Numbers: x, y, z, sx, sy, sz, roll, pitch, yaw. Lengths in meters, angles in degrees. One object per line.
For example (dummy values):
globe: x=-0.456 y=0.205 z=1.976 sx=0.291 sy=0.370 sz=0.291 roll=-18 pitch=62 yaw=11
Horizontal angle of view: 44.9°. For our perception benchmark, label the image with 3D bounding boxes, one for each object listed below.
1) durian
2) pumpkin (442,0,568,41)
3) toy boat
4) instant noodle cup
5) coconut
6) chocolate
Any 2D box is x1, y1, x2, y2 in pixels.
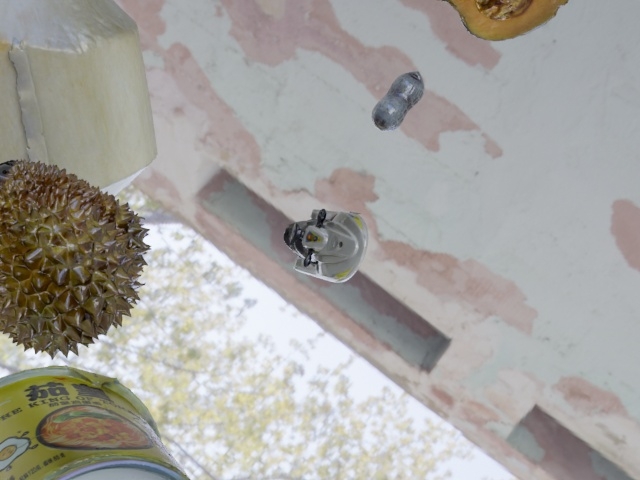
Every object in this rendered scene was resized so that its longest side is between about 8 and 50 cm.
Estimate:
durian: x=-0.205 y=0.010 z=0.595 sx=0.158 sy=0.137 sz=0.168 roll=29 pitch=-17 yaw=50
pumpkin: x=0.199 y=-0.452 z=1.058 sx=0.325 sy=0.232 sz=0.242 roll=24 pitch=-48 yaw=-33
toy boat: x=0.004 y=0.002 z=1.436 sx=0.140 sy=0.141 sz=0.269 roll=49 pitch=-7 yaw=-7
instant noodle cup: x=-0.278 y=0.319 z=0.848 sx=0.254 sy=0.326 sz=0.325 roll=6 pitch=-49 yaw=58
coconut: x=-0.343 y=-0.151 z=0.901 sx=0.323 sy=0.323 sz=0.323 roll=27 pitch=-39 yaw=24
chocolate: x=0.170 y=-0.302 z=1.680 sx=0.072 sy=0.167 sz=0.072 roll=29 pitch=-25 yaw=15
